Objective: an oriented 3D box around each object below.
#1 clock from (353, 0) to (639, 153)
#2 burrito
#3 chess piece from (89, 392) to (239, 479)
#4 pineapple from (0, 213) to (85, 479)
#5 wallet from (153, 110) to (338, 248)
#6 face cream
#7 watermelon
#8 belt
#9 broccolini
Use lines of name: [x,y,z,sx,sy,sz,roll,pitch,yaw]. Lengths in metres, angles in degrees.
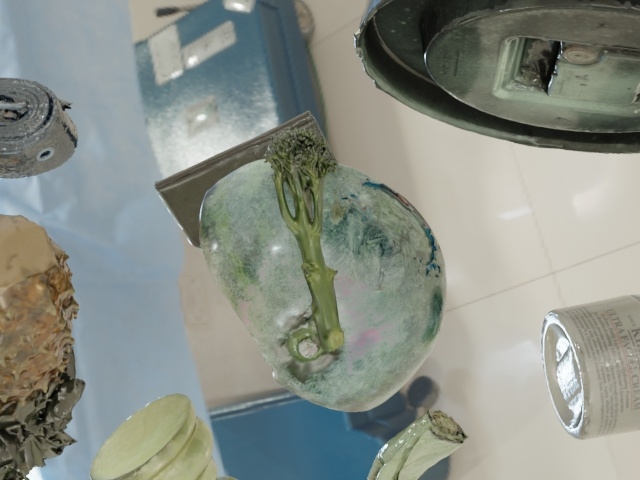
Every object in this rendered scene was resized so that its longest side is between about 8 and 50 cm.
clock: [0.222,-0.168,0.820,0.386,0.386,0.076,1,76,40]
burrito: [0.090,0.216,0.980,0.118,0.074,0.044,-44,54,27]
chess piece: [-0.146,0.325,1.181,0.144,0.144,0.251,-16,117,39]
pineapple: [-0.293,0.129,0.898,0.141,0.170,0.310,11,131,6]
wallet: [-0.124,-0.103,1.778,0.318,0.172,0.045,-25,29,9]
face cream: [0.386,0.164,1.281,0.152,0.177,0.177,-10,82,-5]
watermelon: [0.015,0.047,1.070,0.322,0.175,0.188,40,123,-13]
belt: [-0.449,-0.159,1.315,0.218,0.128,0.122,3,70,6]
broccolini: [0.000,-0.001,0.916,0.067,0.058,0.216,18,127,62]
